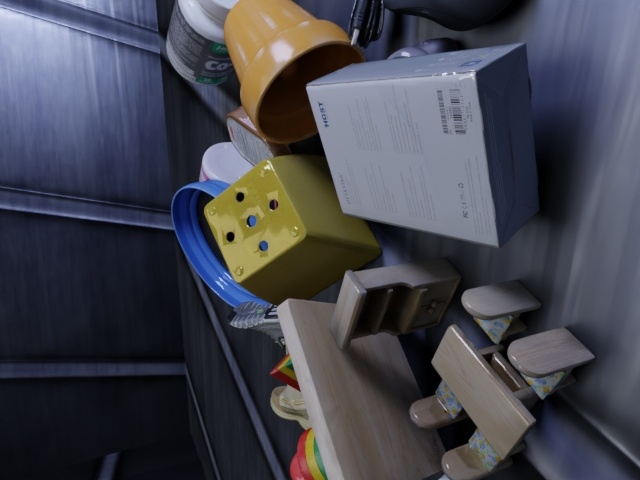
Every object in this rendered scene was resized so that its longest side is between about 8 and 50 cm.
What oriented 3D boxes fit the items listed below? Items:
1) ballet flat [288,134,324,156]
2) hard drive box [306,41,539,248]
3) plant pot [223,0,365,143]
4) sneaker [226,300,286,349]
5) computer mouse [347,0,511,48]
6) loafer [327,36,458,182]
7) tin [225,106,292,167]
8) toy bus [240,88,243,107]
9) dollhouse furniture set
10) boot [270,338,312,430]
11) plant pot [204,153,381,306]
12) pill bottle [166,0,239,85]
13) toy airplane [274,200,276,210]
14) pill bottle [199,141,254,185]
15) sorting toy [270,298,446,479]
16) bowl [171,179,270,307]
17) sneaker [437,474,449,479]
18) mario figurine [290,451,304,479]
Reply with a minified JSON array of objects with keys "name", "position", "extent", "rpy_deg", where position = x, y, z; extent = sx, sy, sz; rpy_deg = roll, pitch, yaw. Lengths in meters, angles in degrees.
[{"name":"ballet flat","position":[-0.042,-0.135,0.983],"extent":[0.280,0.095,0.096],"rpy_deg":[155,96,-74]},{"name":"hard drive box","position":[0.108,-0.108,0.536],"extent":[0.232,0.089,0.181],"rpy_deg":[17,134,47]},{"name":"plant pot","position":[-0.061,-0.299,0.783],"extent":[0.188,0.205,0.205],"rpy_deg":[56,146,20]},{"name":"sneaker","position":[-0.134,0.225,1.200],"extent":[0.229,0.086,0.132],"rpy_deg":[-7,123,44]},{"name":"computer mouse","position":[0.118,-0.321,0.566],"extent":[0.272,0.072,0.188],"rpy_deg":[41,118,51]},{"name":"loafer","position":[0.102,-0.164,0.687],"extent":[0.109,0.095,0.302],"rpy_deg":[46,152,5]},{"name":"tin","position":[-0.118,-0.182,0.898],"extent":[0.190,0.040,0.106],"rpy_deg":[40,149,35]},{"name":"toy bus","position":[-0.101,-0.349,0.991],"extent":[0.211,0.150,0.220],"rpy_deg":[-119,27,-63]},{"name":"dollhouse furniture set","position":[0.141,0.143,0.574],"extent":[0.242,0.161,0.212],"rpy_deg":[56,144,44]},{"name":"boot","position":[-0.051,0.313,1.103],"extent":[0.262,0.095,0.203],"rpy_deg":[-7,90,63]},{"name":"plant pot","position":[-0.063,-0.020,0.791],"extent":[0.212,0.187,0.212],"rpy_deg":[-34,71,21]},{"name":"pill bottle","position":[-0.261,-0.551,1.182],"extent":[0.361,0.204,0.204],"rpy_deg":[163,98,-65]},{"name":"toy airplane","position":[-0.118,-0.147,1.197],"extent":[0.151,0.028,0.151],"rpy_deg":[174,90,-65]},{"name":"pill bottle","position":[-0.274,-0.132,1.376],"extent":[0.160,0.161,0.283],"rpy_deg":[68,152,28]},{"name":"sorting toy","position":[0.043,0.226,0.682],"extent":[0.089,0.256,0.257],"rpy_deg":[-36,60,28]},{"name":"bowl","position":[-0.241,0.017,1.265],"extent":[0.391,0.077,0.391],"rpy_deg":[28,138,29]},{"name":"sneaker","position":[0.172,0.475,0.614],"extent":[0.114,0.152,0.304],"rpy_deg":[-38,64,59]},{"name":"mario figurine","position":[0.055,0.508,0.956],"extent":[0.198,0.170,0.320],"rpy_deg":[4,116,28]}]
